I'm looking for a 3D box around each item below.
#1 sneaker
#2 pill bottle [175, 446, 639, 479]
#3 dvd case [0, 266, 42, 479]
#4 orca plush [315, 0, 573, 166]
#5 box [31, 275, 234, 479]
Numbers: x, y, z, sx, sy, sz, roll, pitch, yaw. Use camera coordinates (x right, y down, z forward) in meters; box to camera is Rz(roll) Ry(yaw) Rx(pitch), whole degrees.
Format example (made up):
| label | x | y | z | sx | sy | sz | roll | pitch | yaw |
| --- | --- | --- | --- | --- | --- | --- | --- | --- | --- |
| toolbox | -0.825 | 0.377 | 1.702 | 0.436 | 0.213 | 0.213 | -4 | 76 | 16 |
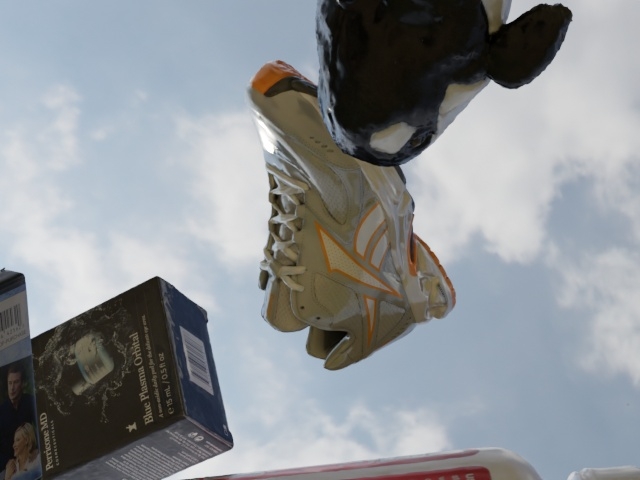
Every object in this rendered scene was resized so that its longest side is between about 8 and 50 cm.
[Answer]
| label | x | y | z | sx | sy | sz | roll | pitch | yaw |
| --- | --- | --- | --- | --- | --- | --- | --- | --- | --- |
| sneaker | 0.000 | 0.000 | 0.863 | 0.121 | 0.262 | 0.099 | -38 | -137 | -8 |
| pill bottle | 0.064 | 0.288 | 1.042 | 0.408 | 0.229 | 0.229 | -6 | -99 | 0 |
| dvd case | -0.246 | 0.164 | 0.835 | 0.022 | 0.180 | 0.253 | 10 | -69 | 27 |
| orca plush | 0.052 | -0.145 | 0.624 | 0.151 | 0.102 | 0.287 | 53 | -46 | 14 |
| box | -0.182 | 0.143 | 1.216 | 0.158 | 0.093 | 0.156 | -26 | -126 | 15 |
